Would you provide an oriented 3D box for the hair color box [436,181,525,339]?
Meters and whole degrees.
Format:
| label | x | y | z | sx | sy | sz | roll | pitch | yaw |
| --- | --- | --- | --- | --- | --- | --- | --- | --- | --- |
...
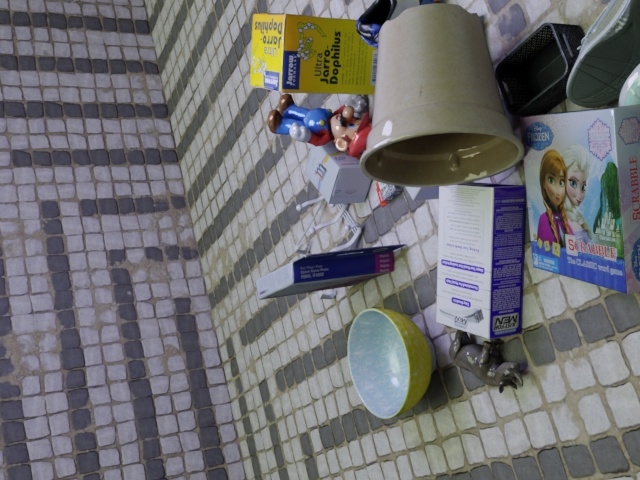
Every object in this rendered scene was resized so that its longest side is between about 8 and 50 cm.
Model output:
| label | x | y | z | sx | sy | sz | roll | pitch | yaw |
| --- | --- | --- | --- | --- | --- | --- | --- | --- | --- |
| hair color box | 0.363 | 0.038 | 1.734 | 0.185 | 0.110 | 0.339 | 13 | 104 | 58 |

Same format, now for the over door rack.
| label | x | y | z | sx | sy | sz | roll | pitch | yaw |
| --- | --- | --- | --- | --- | --- | --- | --- | --- | --- |
| over door rack | 0.000 | 0.000 | 2.378 | 0.239 | 0.108 | 0.324 | 60 | 143 | 38 |

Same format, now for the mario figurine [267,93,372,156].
| label | x | y | z | sx | sy | sz | roll | pitch | yaw |
| --- | --- | --- | --- | --- | --- | --- | --- | --- | --- |
| mario figurine | 0.018 | -0.351 | 2.139 | 0.170 | 0.320 | 0.198 | 32 | -107 | -74 |

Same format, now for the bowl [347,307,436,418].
| label | x | y | z | sx | sy | sz | roll | pitch | yaw |
| --- | --- | --- | --- | --- | --- | --- | --- | --- | --- |
| bowl | 0.210 | 0.313 | 1.995 | 0.289 | 0.156 | 0.289 | 13 | 105 | 60 |

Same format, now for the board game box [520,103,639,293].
| label | x | y | z | sx | sy | sz | roll | pitch | yaw |
| --- | --- | --- | --- | --- | --- | --- | --- | --- | --- |
| board game box | 0.489 | -0.084 | 1.417 | 0.319 | 0.066 | 0.318 | -158 | 60 | -75 |

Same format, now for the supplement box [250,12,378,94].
| label | x | y | z | sx | sy | sz | roll | pitch | yaw |
| --- | --- | --- | --- | --- | --- | --- | --- | --- | --- |
| supplement box | 0.015 | -0.495 | 2.024 | 0.194 | 0.356 | 0.195 | 26 | 117 | 56 |

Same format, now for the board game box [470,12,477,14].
| label | x | y | z | sx | sy | sz | roll | pitch | yaw |
| --- | --- | --- | --- | --- | --- | --- | --- | --- | --- |
| board game box | 0.261 | -0.432 | 1.751 | 0.047 | 0.210 | 0.160 | 13 | -109 | -87 |

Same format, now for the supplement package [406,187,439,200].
| label | x | y | z | sx | sy | sz | roll | pitch | yaw |
| --- | --- | --- | --- | --- | --- | --- | --- | --- | --- |
| supplement package | 0.255 | -0.200 | 1.893 | 0.179 | 0.105 | 0.105 | 65 | 144 | 32 |

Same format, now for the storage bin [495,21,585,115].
| label | x | y | z | sx | sy | sz | roll | pitch | yaw |
| --- | --- | --- | --- | --- | --- | --- | --- | --- | --- |
| storage bin | 0.454 | -0.344 | 1.539 | 0.180 | 0.084 | 0.122 | -42 | 58 | 56 |

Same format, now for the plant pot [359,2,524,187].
| label | x | y | z | sx | sy | sz | roll | pitch | yaw |
| --- | --- | --- | --- | --- | --- | --- | --- | --- | --- |
| plant pot | 0.241 | -0.307 | 1.584 | 0.334 | 0.334 | 0.305 | -26 | 62 | 59 |

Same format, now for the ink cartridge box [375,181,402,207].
| label | x | y | z | sx | sy | sz | roll | pitch | yaw |
| --- | --- | --- | --- | --- | --- | --- | --- | --- | --- |
| ink cartridge box | 0.181 | -0.141 | 2.112 | 0.115 | 0.029 | 0.063 | -41 | 59 | 55 |

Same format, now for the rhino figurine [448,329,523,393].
| label | x | y | z | sx | sy | sz | roll | pitch | yaw |
| --- | --- | --- | --- | --- | --- | --- | --- | --- | --- |
| rhino figurine | 0.387 | 0.280 | 1.762 | 0.243 | 0.073 | 0.106 | 32 | 117 | 54 |

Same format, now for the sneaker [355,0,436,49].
| label | x | y | z | sx | sy | sz | roll | pitch | yaw |
| --- | --- | --- | --- | --- | --- | --- | --- | --- | --- |
| sneaker | 0.172 | -0.496 | 1.886 | 0.127 | 0.182 | 0.315 | 45 | 143 | 45 |

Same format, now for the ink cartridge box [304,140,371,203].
| label | x | y | z | sx | sy | sz | roll | pitch | yaw |
| --- | --- | --- | --- | --- | --- | --- | --- | --- | --- |
| ink cartridge box | 0.055 | -0.206 | 2.227 | 0.176 | 0.128 | 0.127 | 54 | 138 | 42 |

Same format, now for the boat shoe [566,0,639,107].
| label | x | y | z | sx | sy | sz | roll | pitch | yaw |
| --- | --- | --- | --- | --- | --- | --- | --- | --- | --- |
| boat shoe | 0.548 | -0.380 | 1.355 | 0.103 | 0.118 | 0.320 | -71 | 1 | -48 |

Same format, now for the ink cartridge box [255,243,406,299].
| label | x | y | z | sx | sy | sz | roll | pitch | yaw |
| --- | --- | --- | --- | --- | --- | --- | --- | --- | --- |
| ink cartridge box | 0.028 | 0.091 | 2.117 | 0.330 | 0.324 | 0.071 | -25 | 73 | 60 |

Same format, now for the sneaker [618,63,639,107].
| label | x | y | z | sx | sy | sz | roll | pitch | yaw |
| --- | --- | --- | --- | --- | --- | --- | --- | --- | --- |
| sneaker | 0.585 | -0.186 | 1.312 | 0.151 | 0.094 | 0.256 | -121 | 28 | -48 |

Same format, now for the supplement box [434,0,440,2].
| label | x | y | z | sx | sy | sz | roll | pitch | yaw |
| --- | --- | --- | --- | --- | --- | --- | --- | --- | --- |
| supplement box | 0.265 | -0.637 | 1.882 | 0.062 | 0.036 | 0.098 | 4 | 97 | 62 |
